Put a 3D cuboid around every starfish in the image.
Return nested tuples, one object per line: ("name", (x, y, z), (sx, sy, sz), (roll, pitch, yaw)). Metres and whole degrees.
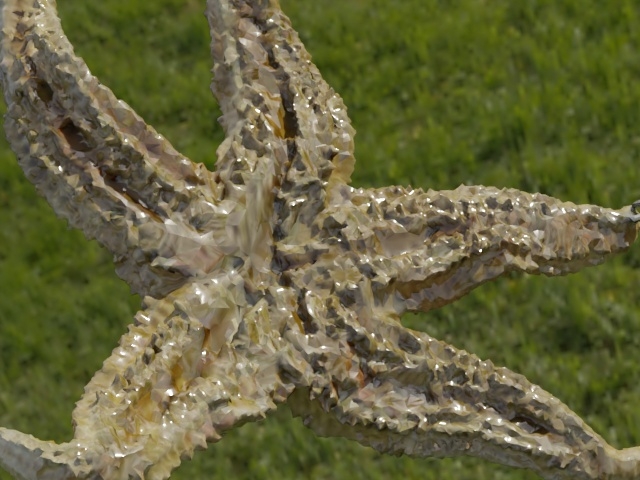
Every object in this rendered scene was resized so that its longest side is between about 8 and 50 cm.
("starfish", (-0.001, 0.003, 0.661), (0.302, 0.060, 0.299), (20, 50, -10))
